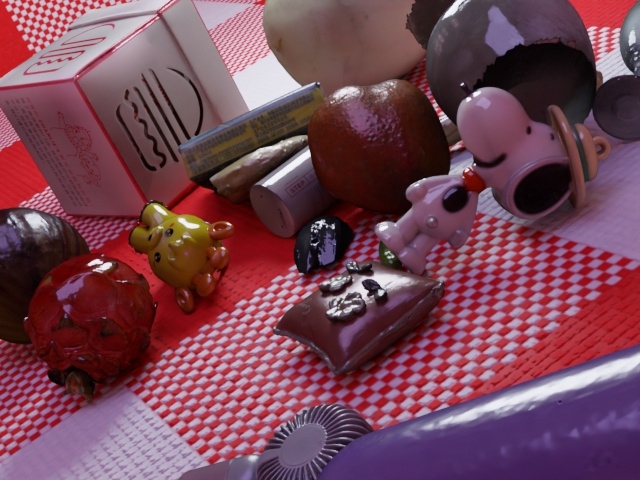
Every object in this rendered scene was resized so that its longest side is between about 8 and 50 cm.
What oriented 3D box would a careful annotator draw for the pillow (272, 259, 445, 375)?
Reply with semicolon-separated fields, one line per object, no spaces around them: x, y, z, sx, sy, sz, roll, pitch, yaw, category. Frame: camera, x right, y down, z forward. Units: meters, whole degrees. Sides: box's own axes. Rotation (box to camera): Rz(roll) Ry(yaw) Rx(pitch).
0.042;0.080;1.421;0.171;0.075;0.179;-35;24;-18;pillow

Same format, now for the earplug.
0.196;0.196;0.901;0.456;0.215;0.215;-19;24;24;earplug

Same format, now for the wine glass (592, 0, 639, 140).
0.527;-0.275;1.627;0.264;0.096;0.309;-17;24;32;wine glass

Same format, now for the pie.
-0.081;-0.114;1.882;0.185;0.052;0.218;-24;-6;2;pie

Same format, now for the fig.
-0.422;0.102;1.758;0.217;0.217;0.321;-29;52;-8;fig

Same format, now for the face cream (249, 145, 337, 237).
0.000;-0.101;1.803;0.214;0.096;0.096;-39;27;-28;face cream

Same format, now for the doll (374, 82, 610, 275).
0.213;-0.058;1.481;0.271;0.208;0.144;-59;2;7;doll

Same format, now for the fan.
-0.048;0.242;1.194;0.244;0.074;0.130;-19;35;27;fan

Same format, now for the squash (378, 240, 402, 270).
0.090;0.019;1.561;0.027;0.027;0.089;-25;22;2;squash

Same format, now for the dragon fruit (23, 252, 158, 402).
-0.313;0.105;1.604;0.172;0.172;0.209;-13;35;26;dragon fruit

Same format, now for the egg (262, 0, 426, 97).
0.073;-0.412;2.141;0.345;0.283;0.283;-26;24;-12;egg

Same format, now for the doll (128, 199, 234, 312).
-0.199;0.020;1.747;0.221;0.135;0.143;27;89;54;doll

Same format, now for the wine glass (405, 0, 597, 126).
0.251;-0.270;1.632;0.238;0.238;0.323;-24;39;4;wine glass

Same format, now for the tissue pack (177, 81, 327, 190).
-0.097;-0.172;1.975;0.257;0.081;0.185;-24;-4;5;tissue pack

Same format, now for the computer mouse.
0.000;0.000;1.660;0.079;0.047;0.135;-17;27;21;computer mouse

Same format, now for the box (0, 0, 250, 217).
-0.361;-0.242;2.179;0.312;0.314;0.300;3;39;46;box

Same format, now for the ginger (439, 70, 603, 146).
0.258;-0.200;1.787;0.333;0.081;0.148;-25;40;3;ginger

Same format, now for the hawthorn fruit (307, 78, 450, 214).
0.095;-0.116;1.657;0.199;0.199;0.251;-28;41;-6;hawthorn fruit
